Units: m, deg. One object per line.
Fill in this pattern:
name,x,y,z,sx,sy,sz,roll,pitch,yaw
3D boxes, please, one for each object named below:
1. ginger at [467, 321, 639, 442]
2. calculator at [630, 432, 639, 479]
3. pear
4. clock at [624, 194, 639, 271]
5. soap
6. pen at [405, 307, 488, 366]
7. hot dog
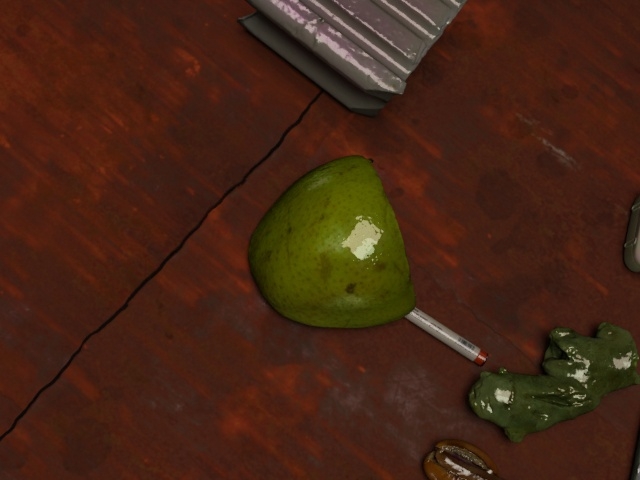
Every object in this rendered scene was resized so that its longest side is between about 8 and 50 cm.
ginger,0.372,0.217,1.367,0.290,0.089,0.137,-28,99,-8
calculator,0.560,0.377,1.368,0.141,0.045,0.246,19,75,-2
pear,0.001,0.002,1.347,0.239,0.139,0.288,-19,73,0
clock,0.616,0.002,1.460,0.191,0.062,0.152,18,74,-3
soap,0.059,-0.382,1.437,0.302,0.159,0.258,38,78,1
pen,0.171,0.134,1.390,0.218,0.026,0.026,33,74,2
hot dog,0.227,0.360,1.322,0.140,0.060,0.090,40,80,-2
